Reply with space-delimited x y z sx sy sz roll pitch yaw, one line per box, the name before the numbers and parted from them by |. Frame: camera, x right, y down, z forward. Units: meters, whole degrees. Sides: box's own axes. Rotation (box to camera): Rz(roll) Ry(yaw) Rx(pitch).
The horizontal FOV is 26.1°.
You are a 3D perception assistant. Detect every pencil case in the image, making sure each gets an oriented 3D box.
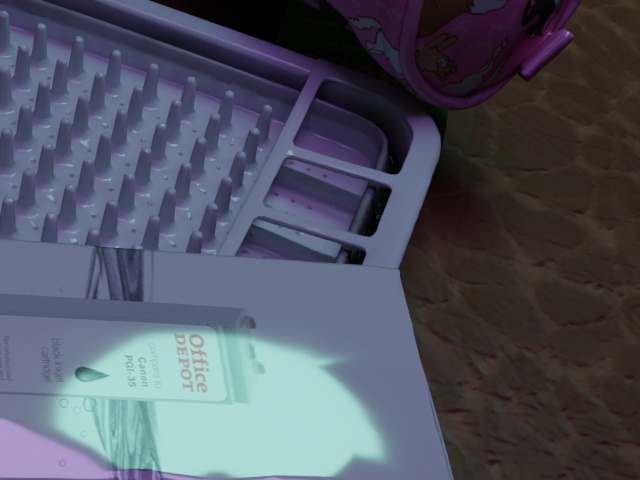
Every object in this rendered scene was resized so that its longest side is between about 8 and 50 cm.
pencil case | -0.003 -0.230 0.903 0.167 0.160 0.386 -9 37 -40

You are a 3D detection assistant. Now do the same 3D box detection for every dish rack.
dish rack | -0.118 -0.027 0.772 0.333 0.072 0.285 21 45 3

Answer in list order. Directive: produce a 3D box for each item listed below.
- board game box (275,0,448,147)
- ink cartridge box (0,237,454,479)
board game box | 0.035 -0.152 0.987 0.124 0.039 0.259 16 41 -5
ink cartridge box | -0.116 0.106 0.555 0.283 0.207 0.117 5 48 -18
